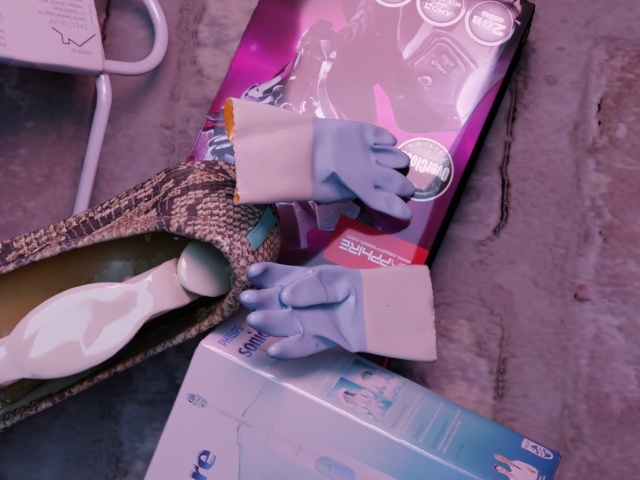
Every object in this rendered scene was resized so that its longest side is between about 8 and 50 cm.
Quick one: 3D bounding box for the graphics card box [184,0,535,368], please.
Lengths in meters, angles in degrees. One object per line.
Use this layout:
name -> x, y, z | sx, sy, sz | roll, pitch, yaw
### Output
graphics card box -> 0.015, -0.076, 1.443 | 0.232, 0.094, 0.371 | 23, 79, 8

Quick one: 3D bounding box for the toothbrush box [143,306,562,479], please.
toothbrush box -> 0.012, 0.216, 1.324 | 0.295, 0.126, 0.216 | 24, 109, 7

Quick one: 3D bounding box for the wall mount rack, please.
wall mount rack -> -0.291, -0.136, 1.405 | 0.130, 0.350, 0.304 | -28, 68, 43

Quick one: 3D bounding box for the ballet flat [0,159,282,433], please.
ballet flat -> -0.256, 0.081, 1.315 | 0.482, 0.182, 0.164 | -25, 105, 14

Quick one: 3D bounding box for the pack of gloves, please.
pack of gloves -> 0.000, 0.000, 1.299 | 0.046, 0.232, 0.195 | -10, 80, 40
